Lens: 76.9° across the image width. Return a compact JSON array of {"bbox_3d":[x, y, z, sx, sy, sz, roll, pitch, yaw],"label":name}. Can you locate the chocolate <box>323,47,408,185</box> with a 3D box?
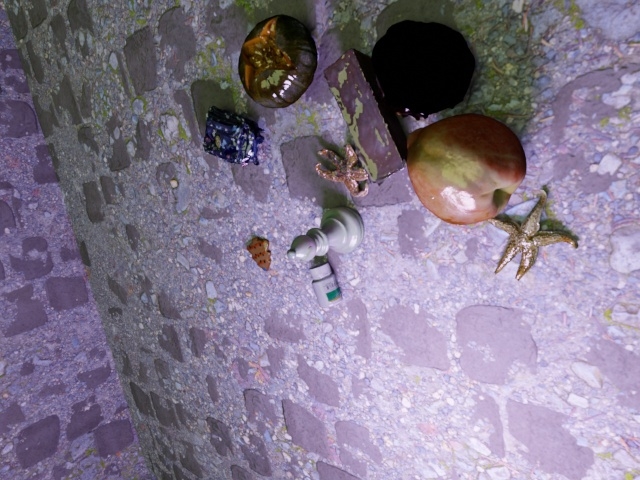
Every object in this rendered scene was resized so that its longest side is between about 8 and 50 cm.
[{"bbox_3d":[0.130,-0.303,1.008,0.111,0.111,0.322,-25,89,39],"label":"chocolate"}]

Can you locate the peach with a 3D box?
[{"bbox_3d":[0.292,-0.160,0.865,0.256,0.232,0.233,41,127,30],"label":"peach"}]

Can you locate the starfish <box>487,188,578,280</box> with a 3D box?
[{"bbox_3d":[0.454,-0.010,0.910,0.216,0.050,0.224,29,117,35],"label":"starfish"}]

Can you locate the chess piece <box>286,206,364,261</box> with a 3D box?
[{"bbox_3d":[0.000,0.000,1.109,0.139,0.271,0.139,15,116,33],"label":"chess piece"}]

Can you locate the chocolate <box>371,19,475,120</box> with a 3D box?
[{"bbox_3d":[0.220,-0.357,0.925,0.177,0.206,0.225,90,157,-78],"label":"chocolate"}]

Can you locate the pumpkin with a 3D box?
[{"bbox_3d":[-0.114,-0.482,1.099,0.237,0.159,0.238,-4,82,33],"label":"pumpkin"}]

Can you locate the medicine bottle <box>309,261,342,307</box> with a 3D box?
[{"bbox_3d":[0.015,0.140,1.273,0.080,0.080,0.131,-14,97,40],"label":"medicine bottle"}]

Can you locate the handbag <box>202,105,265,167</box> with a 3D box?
[{"bbox_3d":[-0.296,-0.342,1.322,0.260,0.113,0.162,30,116,35],"label":"handbag"}]

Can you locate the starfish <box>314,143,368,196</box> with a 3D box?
[{"bbox_3d":[0.084,-0.200,1.132,0.209,0.053,0.150,11,125,30],"label":"starfish"}]

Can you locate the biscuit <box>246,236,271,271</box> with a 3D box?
[{"bbox_3d":[-0.216,0.051,1.460,0.119,0.019,0.130,-19,94,40],"label":"biscuit"}]
